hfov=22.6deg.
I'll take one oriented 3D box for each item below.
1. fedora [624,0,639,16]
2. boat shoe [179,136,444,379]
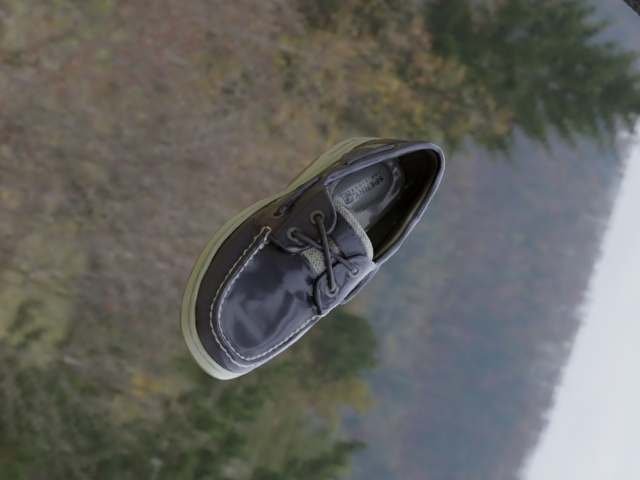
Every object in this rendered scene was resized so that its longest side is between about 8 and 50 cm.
[{"bbox_3d":[0.217,-0.242,0.885,0.152,0.334,0.334,-40,-165,28],"label":"fedora"},{"bbox_3d":[0.000,0.000,1.247,0.092,0.103,0.285,-18,-162,47],"label":"boat shoe"}]
